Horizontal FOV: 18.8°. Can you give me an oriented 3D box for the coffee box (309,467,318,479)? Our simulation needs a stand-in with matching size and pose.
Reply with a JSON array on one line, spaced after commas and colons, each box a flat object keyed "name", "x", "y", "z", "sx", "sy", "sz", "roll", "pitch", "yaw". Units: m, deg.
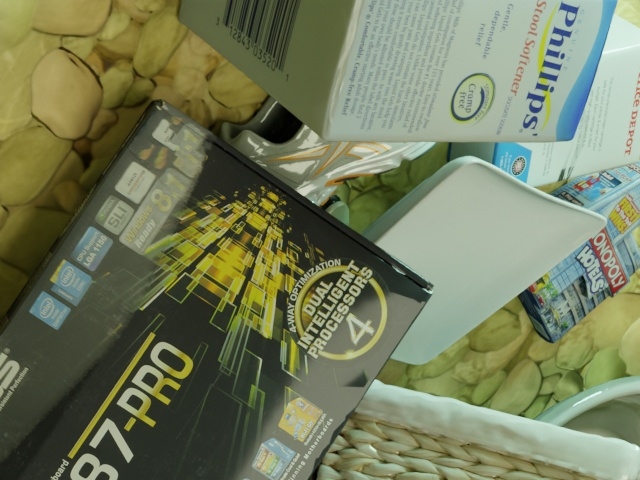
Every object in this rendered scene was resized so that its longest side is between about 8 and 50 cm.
[{"name": "coffee box", "x": -0.142, "y": 0.245, "z": 1.961, "sx": 0.246, "sy": 0.141, "sz": 0.098, "roll": -19, "pitch": 126, "yaw": -27}]

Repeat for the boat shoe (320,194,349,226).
[{"name": "boat shoe", "x": 0.001, "y": -0.001, "z": 1.979, "sx": 0.049, "sy": 0.042, "sz": 0.133, "roll": -32, "pitch": 146, "yaw": -28}]

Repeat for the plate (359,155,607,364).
[{"name": "plate", "x": 0.122, "y": 0.018, "z": 2.005, "sx": 0.278, "sy": 0.045, "sz": 0.277, "roll": -40, "pitch": 148, "yaw": 23}]

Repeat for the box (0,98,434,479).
[{"name": "box", "x": -0.132, "y": 0.116, "z": 1.793, "sx": 0.318, "sy": 0.097, "sz": 0.395, "roll": 35, "pitch": 87, "yaw": -10}]

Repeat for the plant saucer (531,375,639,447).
[{"name": "plant saucer", "x": 0.303, "y": 0.322, "z": 2.362, "sx": 0.400, "sy": 0.100, "sz": 0.400, "roll": -19, "pitch": 127, "yaw": -27}]

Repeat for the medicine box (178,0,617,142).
[{"name": "medicine box", "x": 0.066, "y": -0.207, "z": 1.738, "sx": 0.289, "sy": 0.263, "sz": 0.149, "roll": -2, "pitch": 119, "yaw": -35}]

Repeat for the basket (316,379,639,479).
[{"name": "basket", "x": 0.181, "y": 0.316, "z": 2.009, "sx": 0.328, "sy": 0.331, "sz": 0.266, "roll": 33, "pitch": 69, "yaw": -66}]

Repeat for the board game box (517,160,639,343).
[{"name": "board game box", "x": 0.304, "y": 0.002, "z": 2.188, "sx": 0.194, "sy": 0.060, "sz": 0.194, "roll": -40, "pitch": 133, "yaw": -8}]

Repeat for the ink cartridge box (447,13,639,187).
[{"name": "ink cartridge box", "x": 0.246, "y": -0.144, "z": 2.033, "sx": 0.203, "sy": 0.086, "sz": 0.148, "roll": -13, "pitch": 125, "yaw": -30}]

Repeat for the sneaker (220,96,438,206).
[{"name": "sneaker", "x": 0.020, "y": -0.121, "z": 1.881, "sx": 0.262, "sy": 0.099, "sz": 0.121, "roll": -33, "pitch": 128, "yaw": -17}]

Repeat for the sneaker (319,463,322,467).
[{"name": "sneaker", "x": 0.008, "y": 0.287, "z": 2.143, "sx": 0.215, "sy": 0.084, "sz": 0.083, "roll": 34, "pitch": 65, "yaw": -54}]
